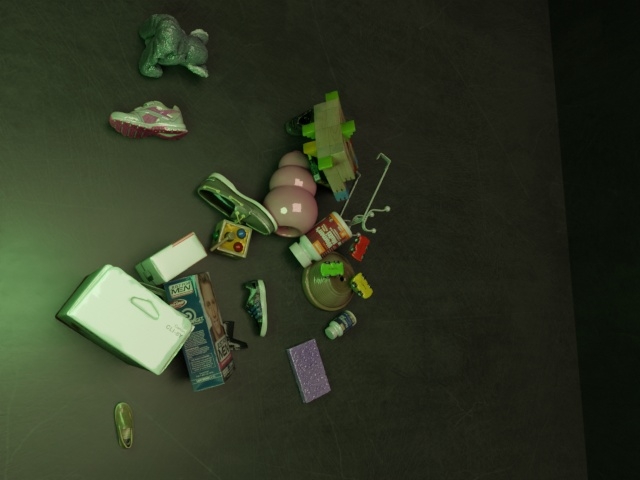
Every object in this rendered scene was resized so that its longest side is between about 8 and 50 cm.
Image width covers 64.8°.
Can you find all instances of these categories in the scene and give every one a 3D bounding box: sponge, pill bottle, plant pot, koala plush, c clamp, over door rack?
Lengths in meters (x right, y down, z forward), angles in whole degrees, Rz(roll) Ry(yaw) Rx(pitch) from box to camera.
[{"bbox_3d":[-0.044,0.484,1.884,0.117,0.031,0.210,-18,91,-33],"label":"sponge"},{"bbox_3d":[0.077,0.331,1.964,0.120,0.067,0.067,-34,100,-32],"label":"pill bottle"},{"bbox_3d":[0.056,0.154,1.958,0.237,0.110,0.237,6,80,-32],"label":"plant pot"},{"bbox_3d":[-0.480,-0.657,1.733,0.221,0.203,0.196,6,78,-43],"label":"koala plush"},{"bbox_3d":[-0.538,0.194,1.595,0.161,0.137,0.022,26,33,-12],"label":"c clamp"},{"bbox_3d":[0.000,0.000,1.899,0.221,0.121,0.121,-37,103,-2],"label":"pill bottle"},{"bbox_3d":[0.178,-0.160,2.010,0.108,0.239,0.324,23,71,-25],"label":"over door rack"}]

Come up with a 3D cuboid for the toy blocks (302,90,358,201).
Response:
[{"bbox_3d":[0.066,-0.330,1.891,0.261,0.191,0.381,61,20,-51],"label":"toy blocks"}]

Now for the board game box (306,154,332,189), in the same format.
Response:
[{"bbox_3d":[0.025,-0.267,1.963,0.260,0.030,0.136,10,63,-65],"label":"board game box"}]

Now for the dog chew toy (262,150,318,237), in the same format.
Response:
[{"bbox_3d":[-0.104,-0.183,1.873,0.207,0.206,0.332,19,64,-28],"label":"dog chew toy"}]

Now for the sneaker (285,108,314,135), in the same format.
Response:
[{"bbox_3d":[-0.012,-0.463,2.013,0.227,0.130,0.087,-3,85,-34],"label":"sneaker"}]

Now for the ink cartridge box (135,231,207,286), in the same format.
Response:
[{"bbox_3d":[-0.471,0.064,1.581,0.158,0.218,0.092,-36,102,-31],"label":"ink cartridge box"}]

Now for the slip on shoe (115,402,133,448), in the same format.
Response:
[{"bbox_3d":[-0.591,0.560,1.525,0.051,0.041,0.135,-1,82,-32],"label":"slip on shoe"}]

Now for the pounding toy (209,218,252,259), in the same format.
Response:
[{"bbox_3d":[-0.321,0.001,1.755,0.141,0.100,0.130,19,71,-28],"label":"pounding toy"}]

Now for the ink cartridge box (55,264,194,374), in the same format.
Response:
[{"bbox_3d":[-0.556,0.222,1.401,0.279,0.385,0.160,41,63,-19],"label":"ink cartridge box"}]

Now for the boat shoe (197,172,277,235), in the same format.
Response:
[{"bbox_3d":[-0.289,-0.110,1.756,0.305,0.109,0.091,38,53,2],"label":"boat shoe"}]

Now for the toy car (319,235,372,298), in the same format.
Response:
[{"bbox_3d":[0.087,0.103,1.888,0.225,0.053,0.239,-1,85,-30],"label":"toy car"}]

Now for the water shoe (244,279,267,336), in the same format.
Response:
[{"bbox_3d":[-0.231,0.242,1.801,0.080,0.073,0.203,-4,83,-6],"label":"water shoe"}]

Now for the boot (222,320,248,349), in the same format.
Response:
[{"bbox_3d":[-0.308,0.328,1.741,0.121,0.045,0.099,3,80,-28],"label":"boot"}]

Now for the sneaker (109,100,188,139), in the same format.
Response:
[{"bbox_3d":[-0.573,-0.406,1.679,0.252,0.103,0.111,-2,79,-39],"label":"sneaker"}]

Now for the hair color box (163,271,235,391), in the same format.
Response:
[{"bbox_3d":[-0.380,0.282,1.614,0.105,0.174,0.347,-16,90,2],"label":"hair color box"}]
